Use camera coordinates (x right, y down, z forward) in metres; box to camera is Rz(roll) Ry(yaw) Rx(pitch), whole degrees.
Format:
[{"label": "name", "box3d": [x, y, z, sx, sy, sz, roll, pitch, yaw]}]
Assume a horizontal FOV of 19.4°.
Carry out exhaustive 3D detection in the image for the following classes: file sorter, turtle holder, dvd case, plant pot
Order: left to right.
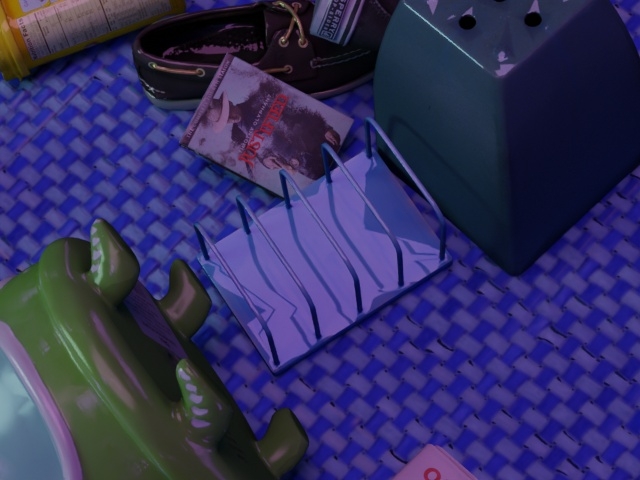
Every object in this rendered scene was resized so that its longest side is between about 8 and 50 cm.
[{"label": "turtle holder", "box3d": [-0.145, 0.165, 1.352, 0.227, 0.243, 0.320, -38, 91, 6]}, {"label": "dvd case", "box3d": [-0.044, -0.088, 1.532, 0.119, 0.013, 0.087, 28, 83, -2]}, {"label": "file sorter", "box3d": [0.000, 0.000, 1.457, 0.170, 0.104, 0.118, -32, 71, -8]}, {"label": "plant pot", "box3d": [0.144, -0.125, 1.432, 0.165, 0.234, 0.165, -42, 65, -13]}]

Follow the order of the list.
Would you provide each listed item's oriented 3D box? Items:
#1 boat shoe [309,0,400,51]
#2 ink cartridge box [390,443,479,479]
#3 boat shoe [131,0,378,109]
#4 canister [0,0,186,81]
[{"label": "boat shoe", "box3d": [0.069, -0.269, 1.572, 0.105, 0.113, 0.306, 19, 42, -6]}, {"label": "ink cartridge box", "box3d": [0.064, 0.263, 1.337, 0.190, 0.082, 0.139, -42, 65, -14]}, {"label": "boat shoe", "box3d": [-0.044, -0.162, 1.571, 0.227, 0.069, 0.081, -11, 62, 3]}, {"label": "canister", "box3d": [-0.214, -0.223, 1.624, 0.169, 0.073, 0.126, -20, 63, -4]}]
